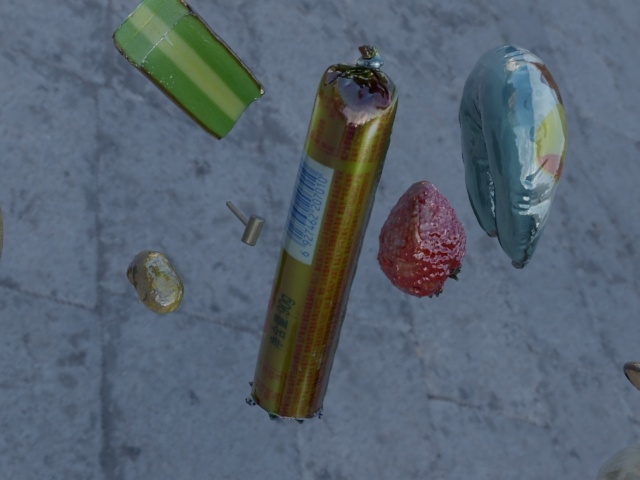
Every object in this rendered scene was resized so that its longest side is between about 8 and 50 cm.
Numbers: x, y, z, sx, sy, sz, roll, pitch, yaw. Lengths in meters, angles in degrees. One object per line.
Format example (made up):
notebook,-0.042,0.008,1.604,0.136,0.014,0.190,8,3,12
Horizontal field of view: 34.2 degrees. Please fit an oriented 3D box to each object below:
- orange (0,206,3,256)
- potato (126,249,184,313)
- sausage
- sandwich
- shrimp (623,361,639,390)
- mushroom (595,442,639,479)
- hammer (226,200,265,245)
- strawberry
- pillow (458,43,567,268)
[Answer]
orange,-0.507,-0.005,1.220,0.274,0.274,0.274,28,40,-27
potato,-0.162,0.037,1.014,0.045,0.046,0.092,-14,32,-22
sausage,0.000,0.000,0.921,0.082,0.371,0.082,10,29,-6
sandwich,-0.118,-0.160,0.942,0.116,0.074,0.074,43,1,-42
shrimp,0.463,0.202,1.327,0.178,0.124,0.034,41,74,-35
mushroom,0.293,0.339,0.973,0.297,0.290,0.297,-7,90,-71
hammer,-0.098,-0.029,1.304,0.019,0.035,0.110,17,14,-27
strawberry,0.126,0.001,1.355,0.148,0.131,0.131,56,27,-35
pillow,0.190,-0.093,1.069,0.086,0.214,0.233,1,13,-6
